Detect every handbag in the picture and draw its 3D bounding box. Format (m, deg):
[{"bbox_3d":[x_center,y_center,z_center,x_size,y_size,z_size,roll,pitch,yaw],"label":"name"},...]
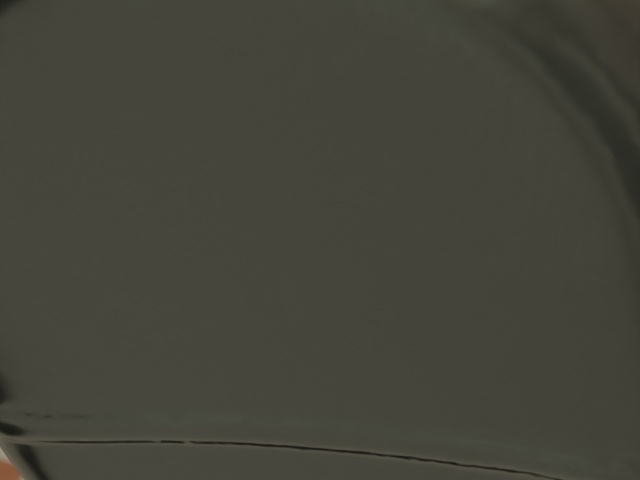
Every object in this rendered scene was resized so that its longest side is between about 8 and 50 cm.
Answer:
[{"bbox_3d":[0.000,0.001,0.544,0.254,0.308,0.093,-1,40,18],"label":"handbag"}]
